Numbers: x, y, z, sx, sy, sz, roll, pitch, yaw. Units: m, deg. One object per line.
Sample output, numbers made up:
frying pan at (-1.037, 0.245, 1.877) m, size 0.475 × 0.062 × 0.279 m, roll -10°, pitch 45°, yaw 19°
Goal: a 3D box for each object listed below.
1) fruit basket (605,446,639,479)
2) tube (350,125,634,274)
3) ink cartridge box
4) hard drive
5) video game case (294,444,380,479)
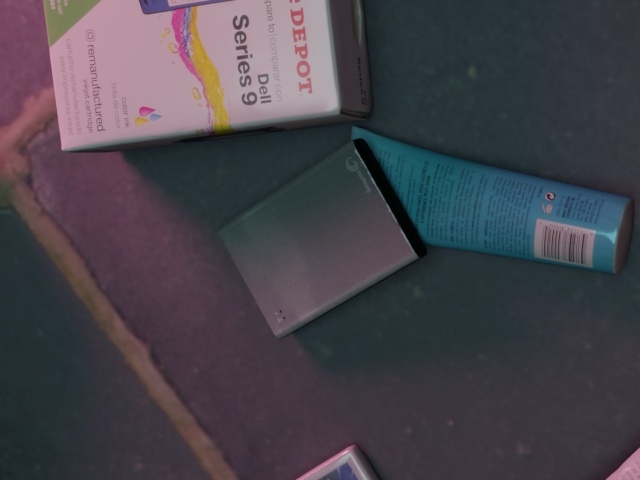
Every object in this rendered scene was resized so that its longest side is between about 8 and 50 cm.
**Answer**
fruit basket at (0.278, 0.245, 0.790) m, size 0.353 × 0.165 × 0.327 m, roll -44°, pitch 45°, yaw 12°
tube at (0.109, -0.022, 0.921) m, size 0.207 × 0.052 × 0.080 m, roll 13°, pitch 96°, yaw 22°
ink cartridge box at (-0.080, -0.150, 0.943) m, size 0.212 × 0.093 × 0.154 m, roll -5°, pitch 92°, yaw 15°
hard drive at (0.000, 0.000, 0.951) m, size 0.135 × 0.022 × 0.094 m, roll -32°, pitch 84°, yaw 30°
video game case at (0.005, 0.282, 0.988) m, size 0.183 × 0.023 × 0.201 m, roll -34°, pitch 83°, yaw 17°
